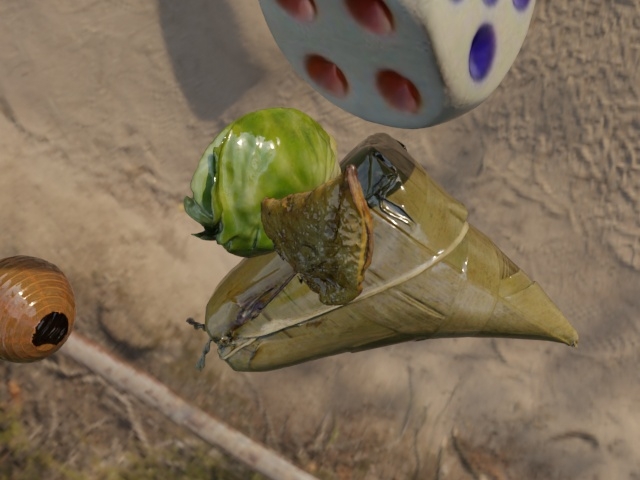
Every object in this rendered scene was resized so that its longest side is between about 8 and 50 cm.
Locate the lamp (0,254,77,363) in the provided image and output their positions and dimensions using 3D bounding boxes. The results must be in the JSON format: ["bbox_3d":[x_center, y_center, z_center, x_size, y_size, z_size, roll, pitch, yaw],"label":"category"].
[{"bbox_3d":[-0.369,0.085,1.334,0.136,0.136,0.136,8,116,16],"label":"lamp"}]

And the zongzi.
[{"bbox_3d":[0.078,0.157,1.663,0.500,0.218,0.467,-44,94,9],"label":"zongzi"}]

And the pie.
[{"bbox_3d":[0.000,0.000,0.737,0.170,0.034,0.092,-5,103,67],"label":"pie"}]

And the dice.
[{"bbox_3d":[0.104,-0.351,1.369,0.276,0.304,0.304,19,152,32],"label":"dice"}]

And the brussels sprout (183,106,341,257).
[{"bbox_3d":[-0.046,-0.055,0.991,0.100,0.181,0.139,45,132,38],"label":"brussels sprout"}]
